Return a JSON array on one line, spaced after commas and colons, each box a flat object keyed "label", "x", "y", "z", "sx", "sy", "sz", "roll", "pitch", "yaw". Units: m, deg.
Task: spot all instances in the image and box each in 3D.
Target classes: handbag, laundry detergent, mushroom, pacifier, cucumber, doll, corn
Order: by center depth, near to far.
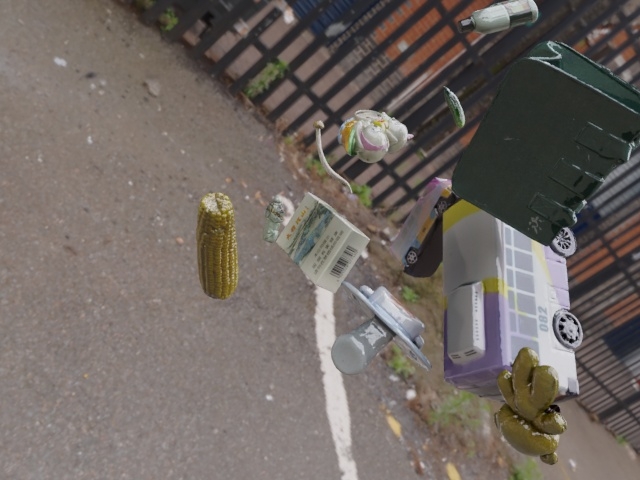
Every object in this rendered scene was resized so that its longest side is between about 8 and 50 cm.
[{"label": "doll", "x": 0.355, "y": 0.267, "z": 1.052, "sx": 0.137, "sy": 0.097, "sz": 0.210, "roll": 37, "pitch": -41, "yaw": 41}, {"label": "handbag", "x": 0.388, "y": -0.158, "z": 1.109, "sx": 0.238, "sy": 0.326, "sz": 0.089, "roll": 35, "pitch": 51, "yaw": 12}, {"label": "pacifier", "x": 0.118, "y": 0.225, "z": 1.449, "sx": 0.279, "sy": 0.207, "sz": 0.227, "roll": 43, "pitch": -11, "yaw": 21}, {"label": "corn", "x": -0.289, "y": 0.024, "z": 1.800, "sx": 0.120, "sy": 0.363, "sz": 0.120, "roll": 4, "pitch": 38, "yaw": -3}, {"label": "laundry detergent", "x": 0.507, "y": -0.647, "z": 1.862, "sx": 0.070, "sy": 0.225, "sz": 0.099, "roll": 80, "pitch": -7, "yaw": -54}, {"label": "cucumber", "x": 0.414, "y": -0.413, "z": 1.967, "sx": 0.037, "sy": 0.037, "sz": 0.155, "roll": 22, "pitch": 46, "yaw": -58}, {"label": "mushroom", "x": 0.034, "y": -0.309, "z": 2.422, "sx": 0.043, "sy": 0.068, "sz": 0.306, "roll": -6, "pitch": 74, "yaw": -83}]

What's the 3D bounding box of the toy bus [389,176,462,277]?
[{"label": "toy bus", "x": 0.414, "y": -0.059, "z": 2.395, "sx": 0.171, "sy": 0.386, "sz": 0.162, "roll": 4, "pitch": 33, "yaw": -43}]

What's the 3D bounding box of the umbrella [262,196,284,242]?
[{"label": "umbrella", "x": -0.143, "y": -0.064, "z": 1.956, "sx": 0.062, "sy": 0.144, "sz": 0.067, "roll": 13, "pitch": 4, "yaw": 5}]

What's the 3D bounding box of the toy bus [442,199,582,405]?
[{"label": "toy bus", "x": 0.396, "y": 0.121, "z": 1.383, "sx": 0.249, "sy": 0.209, "sz": 0.440, "roll": 16, "pitch": 65, "yaw": -24}]

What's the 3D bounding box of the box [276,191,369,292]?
[{"label": "box", "x": 0.000, "y": 0.000, "z": 1.629, "sx": 0.069, "sy": 0.164, "sz": 0.256, "roll": 28, "pitch": 9, "yaw": -35}]

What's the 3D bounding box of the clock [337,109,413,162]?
[{"label": "clock", "x": 0.135, "y": -0.262, "z": 1.617, "sx": 0.144, "sy": 0.103, "sz": 0.231, "roll": 23, "pitch": 37, "yaw": 31}]
